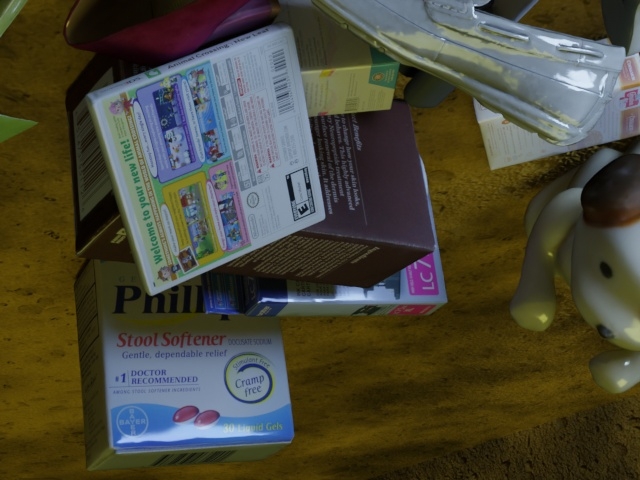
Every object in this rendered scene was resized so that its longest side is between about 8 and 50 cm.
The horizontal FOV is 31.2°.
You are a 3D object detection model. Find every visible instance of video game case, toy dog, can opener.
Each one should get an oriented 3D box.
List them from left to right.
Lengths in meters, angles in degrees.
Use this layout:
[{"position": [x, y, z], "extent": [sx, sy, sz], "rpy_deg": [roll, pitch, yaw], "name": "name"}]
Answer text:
[{"position": [-0.097, -0.072, 1.046], "extent": [0.193, 0.023, 0.212], "rpy_deg": [-24, 129, -19], "name": "video game case"}, {"position": [0.168, -0.217, 1.114], "extent": [0.093, 0.074, 0.280], "rpy_deg": [2, 156, -29], "name": "can opener"}, {"position": [0.415, 0.008, 1.352], "extent": [0.395, 0.284, 0.408], "rpy_deg": [-40, 177, 21], "name": "toy dog"}]

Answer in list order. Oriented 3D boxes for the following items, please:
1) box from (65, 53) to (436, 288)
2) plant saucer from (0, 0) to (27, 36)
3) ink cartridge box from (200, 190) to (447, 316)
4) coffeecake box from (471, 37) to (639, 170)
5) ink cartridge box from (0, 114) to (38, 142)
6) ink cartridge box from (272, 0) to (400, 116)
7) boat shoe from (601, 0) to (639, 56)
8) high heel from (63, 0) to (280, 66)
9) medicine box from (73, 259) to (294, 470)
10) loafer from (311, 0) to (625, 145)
[{"position": [-0.070, -0.072, 1.228], "extent": [0.381, 0.191, 0.143], "rpy_deg": [8, 153, -34], "name": "box"}, {"position": [-0.208, -0.211, 0.822], "extent": [0.037, 0.241, 0.241], "rpy_deg": [37, 140, -17], "name": "plant saucer"}, {"position": [0.000, 0.000, 1.433], "extent": [0.311, 0.186, 0.065], "rpy_deg": [0, 159, -21], "name": "ink cartridge box"}, {"position": [0.272, -0.156, 1.314], "extent": [0.185, 0.068, 0.142], "rpy_deg": [-13, 158, 9], "name": "coffeecake box"}, {"position": [-0.397, -0.083, 1.014], "extent": [0.171, 0.056, 0.235], "rpy_deg": [-17, 159, 42], "name": "ink cartridge box"}, {"position": [-0.003, -0.180, 1.115], "extent": [0.143, 0.090, 0.092], "rpy_deg": [-6, 158, -6], "name": "ink cartridge box"}, {"position": [0.328, -0.257, 1.033], "extent": [0.105, 0.113, 0.306], "rpy_deg": [-17, 160, 3], "name": "boat shoe"}, {"position": [-0.101, -0.235, 0.878], "extent": [0.181, 0.127, 0.377], "rpy_deg": [-14, 164, -17], "name": "high heel"}, {"position": [-0.198, 0.166, 1.625], "extent": [0.263, 0.289, 0.149], "rpy_deg": [1, 158, -24], "name": "medicine box"}, {"position": [0.117, -0.198, 1.013], "extent": [0.319, 0.112, 0.111], "rpy_deg": [26, 105, -9], "name": "loafer"}]
